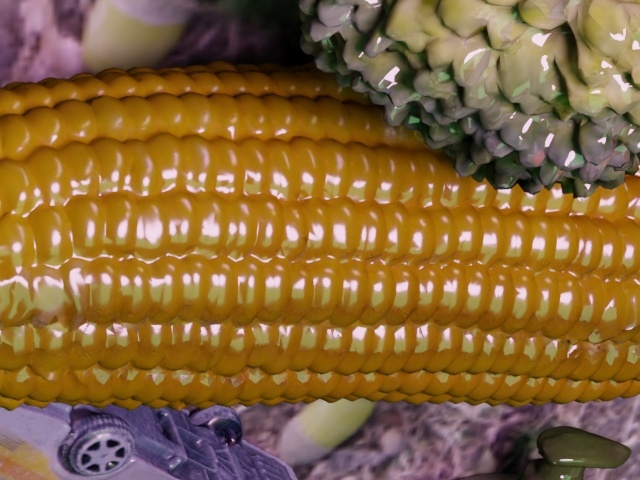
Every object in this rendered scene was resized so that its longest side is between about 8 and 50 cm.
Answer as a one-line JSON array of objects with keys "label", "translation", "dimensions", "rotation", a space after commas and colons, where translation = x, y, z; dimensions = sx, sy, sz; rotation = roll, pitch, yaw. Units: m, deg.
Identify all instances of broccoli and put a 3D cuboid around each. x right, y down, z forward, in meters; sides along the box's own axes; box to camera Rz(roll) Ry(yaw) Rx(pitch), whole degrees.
[{"label": "broccoli", "translation": [0.136, -0.138, 0.593], "dimensions": [0.288, 0.235, 0.260], "rotation": [-40, 149, -49]}]

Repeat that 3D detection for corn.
[{"label": "corn", "translation": [0.000, 0.000, 0.683], "dimensions": [0.344, 0.131, 0.131], "rotation": [0, 124, -29]}]

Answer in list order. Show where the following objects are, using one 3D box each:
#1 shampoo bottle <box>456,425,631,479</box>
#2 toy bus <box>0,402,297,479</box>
[{"label": "shampoo bottle", "translation": [0.079, 0.186, 0.897], "dimensions": [0.118, 0.087, 0.234], "rotation": [3, 122, -29]}, {"label": "toy bus", "translation": [-0.083, 0.094, 0.756], "dimensions": [0.075, 0.064, 0.190], "rotation": [-42, 133, 14]}]
